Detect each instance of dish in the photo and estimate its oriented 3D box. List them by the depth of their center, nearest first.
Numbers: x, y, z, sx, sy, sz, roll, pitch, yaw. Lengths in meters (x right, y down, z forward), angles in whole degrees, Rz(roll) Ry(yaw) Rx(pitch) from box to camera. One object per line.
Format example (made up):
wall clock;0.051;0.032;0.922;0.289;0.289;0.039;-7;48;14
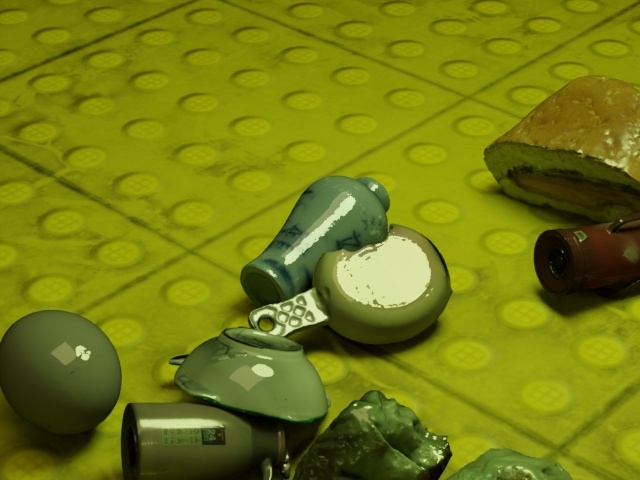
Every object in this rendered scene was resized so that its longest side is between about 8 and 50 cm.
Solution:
dish;-0.089;0.155;1.877;0.224;0.078;0.246;6;9;-41

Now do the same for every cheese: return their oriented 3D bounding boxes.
cheese;0.036;0.075;2.024;0.286;0.082;0.163;-15;63;-21

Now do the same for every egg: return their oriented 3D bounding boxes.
egg;-0.328;0.161;1.874;0.146;0.146;0.198;-17;30;-24

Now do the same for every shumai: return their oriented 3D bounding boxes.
shumai;0.062;0.274;1.734;0.142;0.184;0.184;39;46;16

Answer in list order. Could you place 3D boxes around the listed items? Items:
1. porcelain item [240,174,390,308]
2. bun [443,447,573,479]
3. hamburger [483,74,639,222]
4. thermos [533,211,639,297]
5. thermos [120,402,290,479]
porcelain item;0.000;0.000;2.140;0.141;0.141;0.259;22;47;31
bun;0.215;0.306;1.675;0.195;0.118;0.195;-2;30;1
hamburger;0.422;-0.153;2.264;0.330;0.162;0.209;11;56;44
thermos;0.424;0.013;2.123;0.232;0.124;0.099;-9;41;-27
thermos;-0.132;0.257;1.781;0.193;0.105;0.137;1;49;-19
